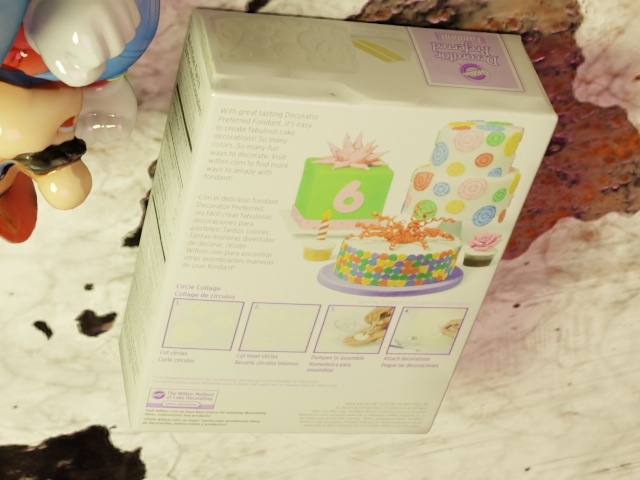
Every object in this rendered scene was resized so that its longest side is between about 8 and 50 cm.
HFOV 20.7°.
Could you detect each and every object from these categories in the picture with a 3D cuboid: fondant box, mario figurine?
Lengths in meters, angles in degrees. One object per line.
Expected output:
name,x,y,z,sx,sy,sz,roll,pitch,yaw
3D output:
fondant box,0.000,0.000,1.256,0.238,0.096,0.330,3,134,-17
mario figurine,-0.134,-0.105,1.056,0.320,0.170,0.198,-45,141,21

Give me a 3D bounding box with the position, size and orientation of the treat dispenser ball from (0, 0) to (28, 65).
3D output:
treat dispenser ball,-0.287,-0.163,0.882,0.288,0.288,0.288,-7,135,-7
